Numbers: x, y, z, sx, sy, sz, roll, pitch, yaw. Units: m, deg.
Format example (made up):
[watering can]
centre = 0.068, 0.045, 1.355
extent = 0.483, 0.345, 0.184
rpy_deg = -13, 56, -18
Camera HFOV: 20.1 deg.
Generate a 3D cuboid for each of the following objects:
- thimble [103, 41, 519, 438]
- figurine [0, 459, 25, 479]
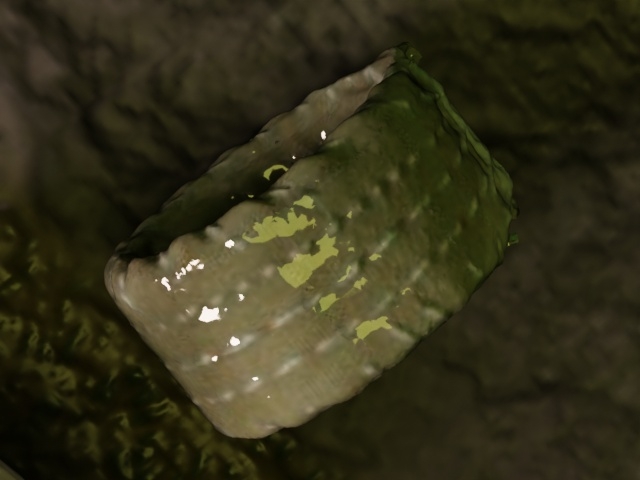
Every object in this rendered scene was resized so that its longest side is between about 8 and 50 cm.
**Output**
[thimble]
centre = 0.000, 0.000, 0.493
extent = 0.110, 0.084, 0.062
rpy_deg = -39, 106, -13
[figurine]
centre = -0.143, 0.121, 0.478
extent = 0.209, 0.128, 0.183
rpy_deg = -14, 105, 2
